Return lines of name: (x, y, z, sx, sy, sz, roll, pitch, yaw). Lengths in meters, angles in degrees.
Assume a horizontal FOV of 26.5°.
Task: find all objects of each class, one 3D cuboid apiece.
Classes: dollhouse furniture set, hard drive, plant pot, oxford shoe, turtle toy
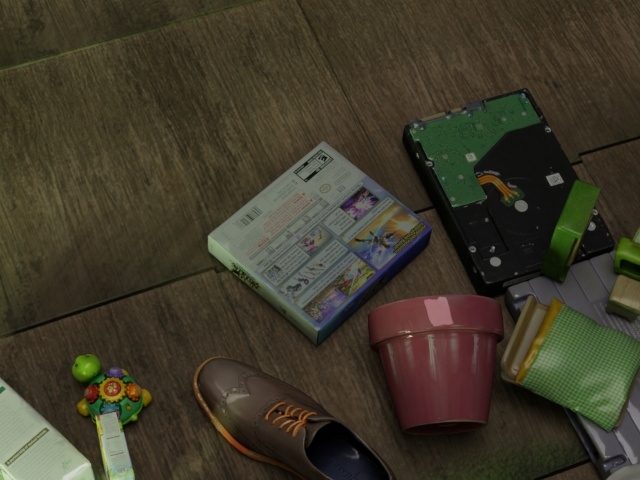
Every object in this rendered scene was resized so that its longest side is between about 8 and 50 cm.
dollhouse furniture set: (0.410, 0.096, 2.023, 0.197, 0.151, 0.301, 22, 61, 9)
hard drive: (0.305, -0.082, 2.249, 0.237, 0.064, 0.339, -17, 62, -14)
plant pot: (0.175, 0.188, 2.008, 0.201, 0.201, 0.180, -2, 73, -5)
oxford shoe: (-0.033, 0.267, 1.967, 0.363, 0.133, 0.130, 32, 62, 16)
turtle toy: (-0.317, 0.222, 2.016, 0.130, 0.066, 0.095, 40, 64, 19)

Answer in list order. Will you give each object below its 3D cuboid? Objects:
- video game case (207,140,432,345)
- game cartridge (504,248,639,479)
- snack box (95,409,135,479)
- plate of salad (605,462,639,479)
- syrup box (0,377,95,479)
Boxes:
video game case: (0.000, 0.000, 2.178, 0.244, 0.061, 0.269, 40, 64, 21)
game cartridge: (0.462, 0.191, 2.094, 0.230, 0.068, 0.355, -16, 60, -18)
snack box: (-0.286, 0.315, 1.916, 0.037, 0.141, 0.100, -12, 60, -11)
plate of salad: (0.475, 0.415, 1.934, 0.200, 0.048, 0.200, 6, 71, -17)
syrup box: (-0.438, 0.289, 1.950, 0.237, 0.093, 0.096, 40, 64, 19)
